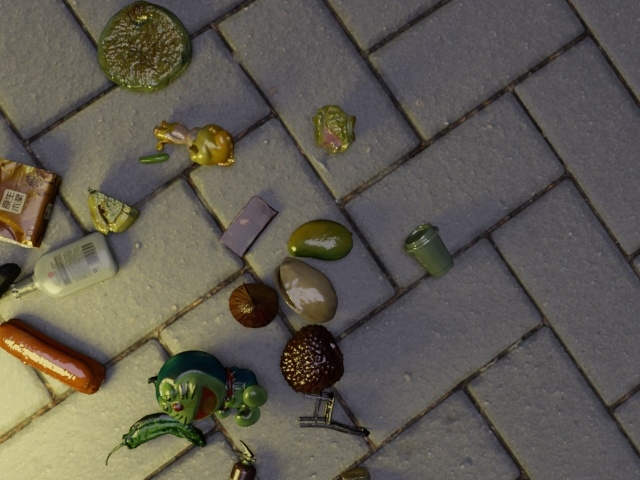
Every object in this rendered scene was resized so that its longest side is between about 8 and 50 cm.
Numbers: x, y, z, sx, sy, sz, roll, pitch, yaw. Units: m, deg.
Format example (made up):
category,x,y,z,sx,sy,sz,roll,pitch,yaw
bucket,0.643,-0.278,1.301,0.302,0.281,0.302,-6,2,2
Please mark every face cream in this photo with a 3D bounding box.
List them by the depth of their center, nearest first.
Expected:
category,x,y,z,sx,sy,sz,roll,pitch,yaw
face cream,-0.732,0.089,1.766,0.291,0.071,0.144,-25,86,-7

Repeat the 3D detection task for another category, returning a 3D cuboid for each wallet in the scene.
category,x,y,z,sx,sy,sz,roll,pitch,yaw
wallet,-0.215,-0.043,1.845,0.095,0.026,0.176,37,85,-8

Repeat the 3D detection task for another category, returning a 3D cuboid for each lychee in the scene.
category,x,y,z,sx,sy,sz,roll,pitch,yaw
lychee,-0.028,0.345,1.767,0.188,0.188,0.188,0,86,-5

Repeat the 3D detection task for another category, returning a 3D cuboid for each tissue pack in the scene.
category,x,y,z,sx,sy,sz,roll,pitch,yaw
tissue pack,-0.862,-0.104,1.760,0.183,0.092,0.226,15,83,-3

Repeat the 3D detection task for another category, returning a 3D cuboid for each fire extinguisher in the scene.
category,x,y,z,sx,sy,sz,roll,pitch,yaw
fire extinguisher,-0.244,0.697,1.775,0.099,0.071,0.231,15,83,24

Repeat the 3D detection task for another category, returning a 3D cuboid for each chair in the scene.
category,x,y,z,sx,sy,sz,roll,pitch,yaw
chair,0.048,0.502,1.804,0.212,0.084,0.102,9,89,-4

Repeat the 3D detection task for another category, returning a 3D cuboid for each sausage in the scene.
category,x,y,z,sx,sy,sz,roll,pitch,yaw
sausage,-0.761,0.326,1.738,0.330,0.102,0.102,30,84,-3

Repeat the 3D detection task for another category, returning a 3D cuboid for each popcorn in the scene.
category,x,y,z,sx,sy,sz,roll,pitch,yaw
popcorn,0.041,-0.333,1.838,0.126,0.125,0.145,-39,106,-27

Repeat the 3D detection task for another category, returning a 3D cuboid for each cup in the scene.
category,x,y,z,sx,sy,sz,roll,pitch,yaw
cup,0.330,0.032,1.853,0.120,0.120,0.141,-41,104,-6

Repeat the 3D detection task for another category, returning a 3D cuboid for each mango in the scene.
category,x,y,z,sx,sy,sz,roll,pitch,yaw
mango,0.002,-0.003,1.832,0.190,0.085,0.122,8,89,-6

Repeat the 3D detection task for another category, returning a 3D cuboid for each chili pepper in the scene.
category,x,y,z,sx,sy,sz,roll,pitch,yaw
chili pepper,-0.470,0.553,1.761,0.278,0.065,0.122,-6,83,-10

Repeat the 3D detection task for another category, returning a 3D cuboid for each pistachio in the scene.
category,x,y,z,sx,sy,sz,roll,pitch,yaw
pistachio,-0.038,0.143,1.797,0.223,0.126,0.152,48,47,7

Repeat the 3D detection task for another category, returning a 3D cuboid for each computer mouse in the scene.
category,x,y,z,sx,sy,sz,roll,pitch,yaw
computer mouse,-0.948,0.156,1.709,0.086,0.137,0.270,39,85,-9

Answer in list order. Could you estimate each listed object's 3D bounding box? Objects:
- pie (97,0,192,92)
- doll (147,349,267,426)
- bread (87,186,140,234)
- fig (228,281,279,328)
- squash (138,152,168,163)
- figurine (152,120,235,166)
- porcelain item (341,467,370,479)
category,x,y,z,sx,sy,sz,roll,pitch,yaw
pie,-0.520,-0.569,1.834,0.276,0.078,0.277,0,89,-1
doll,-0.320,0.413,1.730,0.321,0.186,0.199,16,116,-21
bread,-0.613,-0.076,1.779,0.156,0.103,0.110,25,92,3
fig,-0.184,0.176,1.750,0.146,0.201,0.134,-10,78,-12
squash,-0.495,-0.242,1.834,0.089,0.027,0.027,-12,87,-4
figurine,-0.362,-0.289,1.809,0.246,0.131,0.156,20,44,11
porcelain item,0.118,0.781,1.804,0.081,0.069,0.216,-10,92,-10
